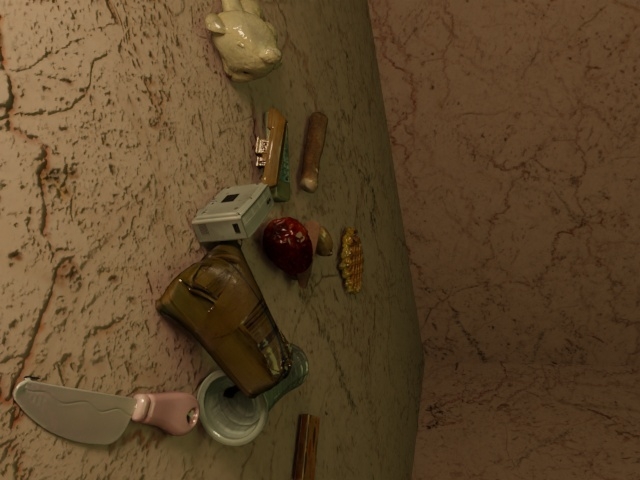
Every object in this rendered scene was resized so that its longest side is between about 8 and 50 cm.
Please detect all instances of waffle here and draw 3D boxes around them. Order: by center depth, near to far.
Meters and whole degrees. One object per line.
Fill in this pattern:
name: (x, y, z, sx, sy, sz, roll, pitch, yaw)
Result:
waffle: (0.121, 0.085, 1.871, 0.238, 0.058, 0.243, 69, 28, -47)

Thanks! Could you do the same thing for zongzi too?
zongzi: (-0.134, 0.121, 0.908, 0.260, 0.123, 0.289, 48, 22, -4)

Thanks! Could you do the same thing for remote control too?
remote control: (-0.113, -0.218, 1.278, 0.098, 0.038, 0.234, 11, 75, -71)

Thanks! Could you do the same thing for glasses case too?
glasses case: (-0.041, 0.567, 1.325, 0.064, 0.041, 0.170, 41, 48, -49)
glasses case: (-0.055, 0.043, 1.373, 0.102, 0.070, 0.193, 106, -4, -48)

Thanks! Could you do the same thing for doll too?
doll: (-0.163, -0.453, 1.097, 0.278, 0.175, 0.149, -81, -163, -53)

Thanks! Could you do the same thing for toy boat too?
toy boat: (-0.127, -0.219, 1.185, 0.064, 0.072, 0.206, 55, 44, -83)

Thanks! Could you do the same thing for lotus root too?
lotus root: (0.000, 0.000, 1.518, 0.073, 0.062, 0.150, -57, 143, -24)

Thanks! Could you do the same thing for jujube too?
jujube: (-0.077, 0.018, 1.213, 0.109, 0.112, 0.176, -52, 149, -24)

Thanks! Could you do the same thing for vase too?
vase: (-0.120, 0.298, 1.018, 0.299, 0.143, 0.143, -6, 92, -74)

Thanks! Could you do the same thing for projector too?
projector: (-0.172, -0.059, 0.962, 0.147, 0.115, 0.061, -63, 142, -55)

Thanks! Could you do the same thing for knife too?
knife: (-0.294, 0.250, 0.699, 0.336, 0.043, 0.081, 38, 58, -57)

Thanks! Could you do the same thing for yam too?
yam: (-0.020, -0.278, 1.513, 0.066, 0.066, 0.300, 58, 33, -53)
